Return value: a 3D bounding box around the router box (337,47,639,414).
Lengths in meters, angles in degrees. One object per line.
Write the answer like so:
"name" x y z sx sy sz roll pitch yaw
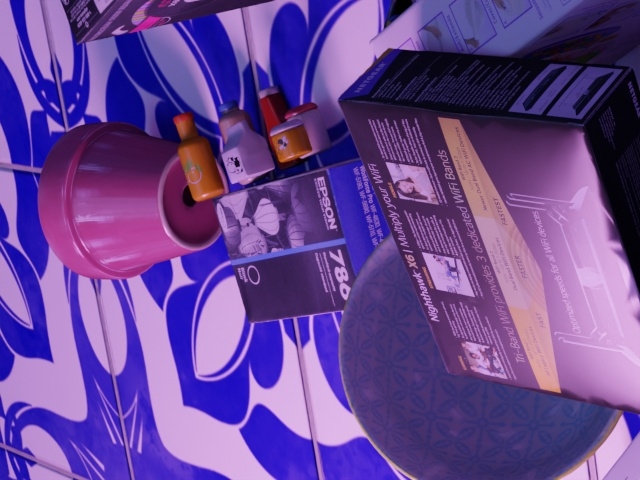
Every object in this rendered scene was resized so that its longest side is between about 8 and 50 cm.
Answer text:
"router box" 0.174 -0.005 1.528 0.243 0.081 0.308 10 135 40

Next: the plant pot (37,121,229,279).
"plant pot" -0.221 -0.050 2.330 0.180 0.201 0.201 1 106 40

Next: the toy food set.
"toy food set" -0.075 -0.127 2.135 0.232 0.111 0.104 -22 87 59

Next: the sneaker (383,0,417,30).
"sneaker" 0.093 -0.186 1.896 0.069 0.082 0.209 32 131 42

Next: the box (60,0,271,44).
"box" -0.143 -0.326 1.994 0.165 0.270 0.143 -33 78 56

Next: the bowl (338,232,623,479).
"bowl" 0.173 0.112 1.821 0.289 0.289 0.156 60 -173 17

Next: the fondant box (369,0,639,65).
"fondant box" 0.224 -0.217 1.546 0.330 0.238 0.096 -37 75 55

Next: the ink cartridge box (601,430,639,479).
"ink cartridge box" 0.334 0.227 1.288 0.272 0.130 0.309 54 142 23

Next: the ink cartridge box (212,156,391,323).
"ink cartridge box" 0.000 0.000 2.134 0.333 0.065 0.165 -13 93 56
